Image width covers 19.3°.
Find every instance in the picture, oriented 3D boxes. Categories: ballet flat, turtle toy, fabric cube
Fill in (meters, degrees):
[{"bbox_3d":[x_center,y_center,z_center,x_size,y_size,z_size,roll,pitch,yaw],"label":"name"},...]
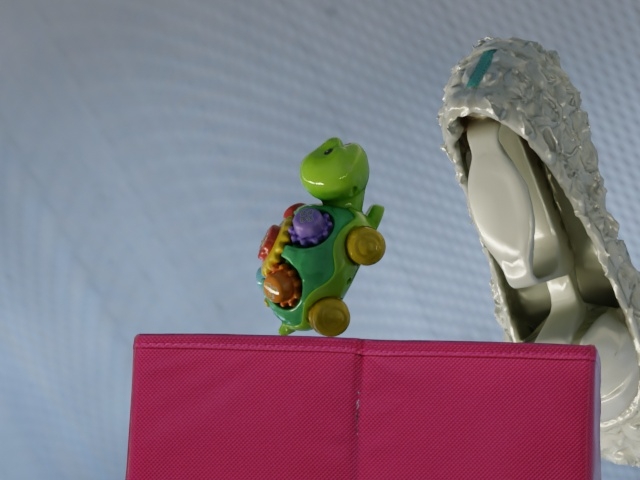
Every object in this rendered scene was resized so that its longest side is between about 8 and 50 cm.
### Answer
[{"bbox_3d":[0.187,0.033,1.563,0.147,0.147,0.409,-1,117,54],"label":"ballet flat"},{"bbox_3d":[0.000,0.000,1.190,0.066,0.130,0.095,26,180,-10],"label":"turtle toy"},{"bbox_3d":[0.031,0.203,1.077,0.259,0.258,0.254,1,167,9],"label":"fabric cube"}]
